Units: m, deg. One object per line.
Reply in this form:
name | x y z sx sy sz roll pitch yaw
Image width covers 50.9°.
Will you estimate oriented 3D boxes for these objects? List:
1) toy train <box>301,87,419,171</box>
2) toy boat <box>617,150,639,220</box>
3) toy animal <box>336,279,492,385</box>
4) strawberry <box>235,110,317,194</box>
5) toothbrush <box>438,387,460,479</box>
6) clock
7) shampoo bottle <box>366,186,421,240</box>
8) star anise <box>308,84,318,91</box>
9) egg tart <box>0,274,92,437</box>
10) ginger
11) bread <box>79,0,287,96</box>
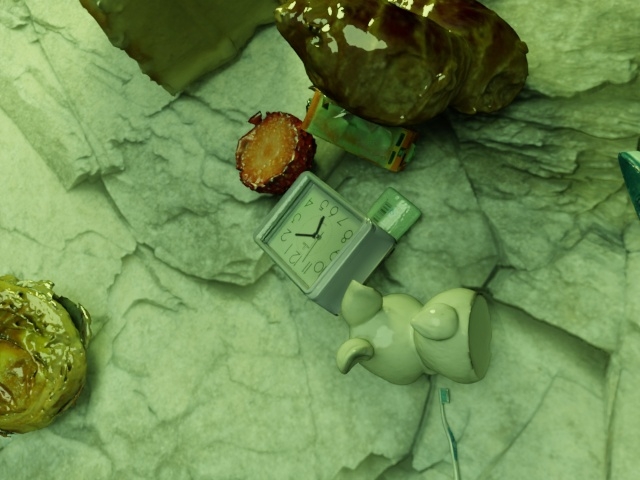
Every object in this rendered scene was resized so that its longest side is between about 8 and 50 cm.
toy train | 0.055 -0.167 1.020 0.188 0.099 0.072 26 108 12
toy boat | 0.465 0.003 0.832 0.062 0.096 0.299 -23 66 4
toy animal | 0.123 0.124 0.889 0.193 0.178 0.127 0 74 20
strawberry | -0.070 -0.135 1.083 0.145 0.086 0.145 -9 68 24
toothbrush | 0.177 0.283 0.916 0.017 0.014 0.162 -17 70 37
clock | 0.000 0.001 0.995 0.144 0.073 0.193 -51 44 3
shampoo bottle | 0.067 0.010 1.017 0.069 0.041 0.190 42 94 23
star anise | 0.044 -0.265 1.098 0.141 0.042 0.141 -3 82 21
egg tart | -0.516 0.190 1.166 0.297 0.132 0.297 0 89 14
ginger | 0.110 -0.284 0.955 0.358 0.152 0.274 -12 58 -27
bread | -0.284 -0.512 1.118 0.279 0.371 0.390 -32 70 7
